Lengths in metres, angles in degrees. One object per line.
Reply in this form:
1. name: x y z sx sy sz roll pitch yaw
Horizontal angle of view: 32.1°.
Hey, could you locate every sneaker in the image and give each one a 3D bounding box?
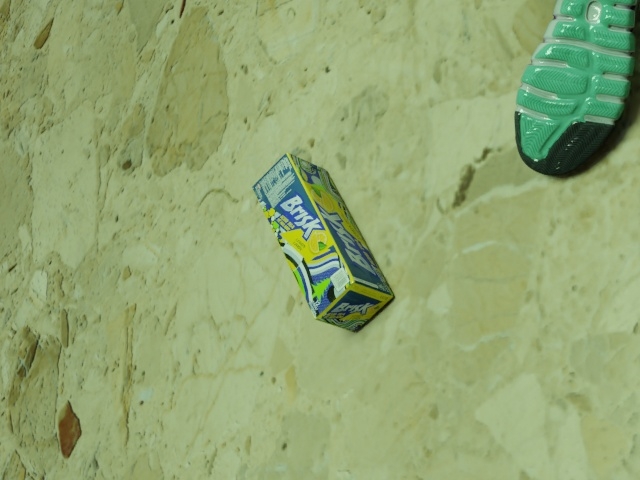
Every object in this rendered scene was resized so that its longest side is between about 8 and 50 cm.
1. sneaker: 0.219 -0.162 0.886 0.083 0.098 0.224 20 110 16

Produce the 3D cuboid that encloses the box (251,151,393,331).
1. box: 0.000 0.000 1.018 0.054 0.059 0.169 -44 50 23
